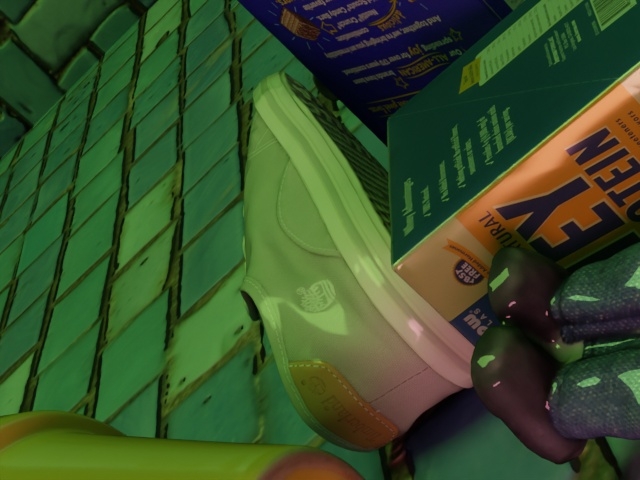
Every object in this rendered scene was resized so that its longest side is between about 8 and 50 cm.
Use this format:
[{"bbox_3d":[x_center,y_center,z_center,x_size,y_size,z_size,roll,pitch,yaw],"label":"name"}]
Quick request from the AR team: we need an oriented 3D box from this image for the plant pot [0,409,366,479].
[{"bbox_3d":[-0.091,0.198,0.780,0.239,0.254,0.254,-16,32,32],"label":"plant pot"}]

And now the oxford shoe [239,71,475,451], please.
[{"bbox_3d":[0.000,0.000,1.096,0.130,0.169,0.449,-45,23,11],"label":"oxford shoe"}]

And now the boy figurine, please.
[{"bbox_3d":[0.199,0.029,0.669,0.285,0.092,0.177,-19,43,45],"label":"boy figurine"}]

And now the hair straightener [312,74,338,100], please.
[{"bbox_3d":[0.072,-0.230,1.585,0.230,0.047,0.089,-51,19,-14],"label":"hair straightener"}]

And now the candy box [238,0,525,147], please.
[{"bbox_3d":[0.053,-0.208,1.150,0.122,0.317,0.268,-52,20,-20],"label":"candy box"}]

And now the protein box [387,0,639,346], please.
[{"bbox_3d":[0.155,-0.048,0.878,0.201,0.136,0.200,-40,19,19],"label":"protein box"}]
